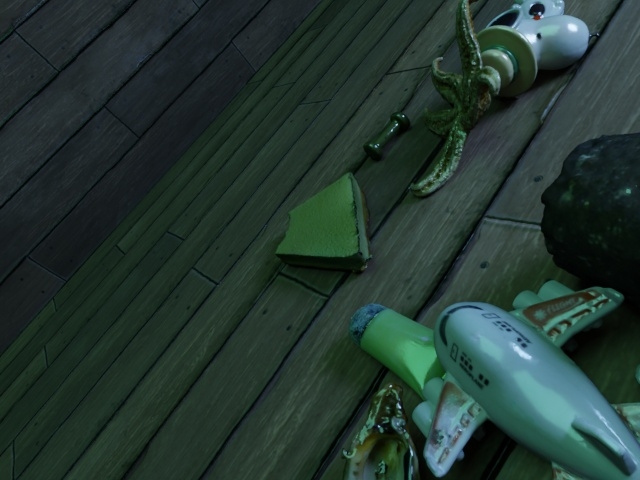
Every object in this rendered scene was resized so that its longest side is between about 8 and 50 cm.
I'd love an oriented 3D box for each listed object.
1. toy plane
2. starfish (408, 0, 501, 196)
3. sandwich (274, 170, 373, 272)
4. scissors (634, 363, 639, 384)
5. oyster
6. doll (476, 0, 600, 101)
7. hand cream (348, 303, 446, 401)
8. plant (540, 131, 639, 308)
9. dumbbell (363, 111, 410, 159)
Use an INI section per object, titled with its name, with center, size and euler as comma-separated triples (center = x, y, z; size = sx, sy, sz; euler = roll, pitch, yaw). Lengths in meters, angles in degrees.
[toy plane]
center = 0.202, 0.141, 0.440
size = 0.252, 0.118, 0.252
euler = -29, 34, 22
[starfish]
center = 0.239, -0.236, 0.791
size = 0.375, 0.094, 0.328
euler = 157, 125, -87
[sandwich]
center = 0.000, 0.000, 0.873
size = 0.212, 0.063, 0.245
euler = -31, 34, 25
[scissors]
center = 0.356, 0.156, 0.338
size = 0.101, 0.027, 0.204
euler = -48, 35, -12
[oyster]
center = 0.065, 0.317, 0.425
size = 0.128, 0.078, 0.345
euler = -24, 46, 40
[doll]
center = 0.383, -0.390, 0.845
size = 0.207, 0.144, 0.272
euler = -9, 45, 12
[hand cream]
center = 0.110, 0.143, 0.604
size = 0.095, 0.046, 0.175
euler = -48, 41, -15
[plant]
center = 0.360, -0.007, 0.364
size = 0.182, 0.194, 0.320
euler = -52, 31, -6
[dumbbell]
center = 0.149, -0.235, 0.984
size = 0.118, 0.046, 0.052
euler = -48, 27, -8
